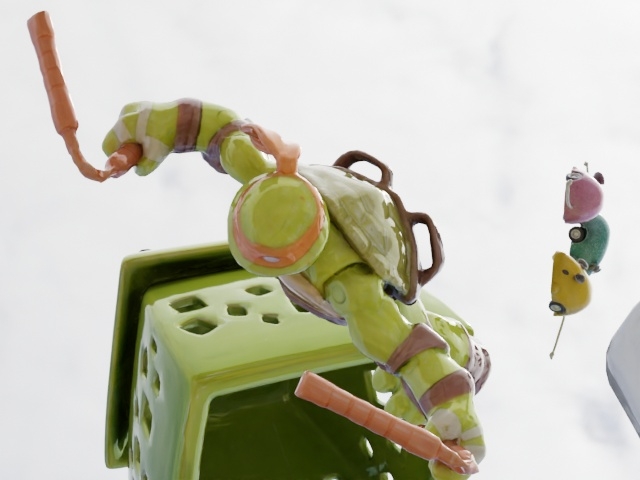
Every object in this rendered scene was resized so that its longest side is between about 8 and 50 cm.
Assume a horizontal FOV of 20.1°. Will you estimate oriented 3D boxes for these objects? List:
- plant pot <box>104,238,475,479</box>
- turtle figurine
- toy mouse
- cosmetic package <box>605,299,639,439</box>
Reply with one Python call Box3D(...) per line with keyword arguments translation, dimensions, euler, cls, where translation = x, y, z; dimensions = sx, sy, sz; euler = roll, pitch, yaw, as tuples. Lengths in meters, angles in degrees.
Box3D(translation=(-0.042, 0.119, 1.342), dimensions=(0.227, 0.207, 0.228), euler=(-8, -55, -25), cls="plant pot")
Box3D(translation=(0.000, 0.000, 0.774), dimensions=(0.269, 0.217, 0.087), euler=(43, -88, 22), cls="turtle figurine")
Box3D(translation=(0.206, -0.010, 1.402), dimensions=(0.031, 0.161, 0.143), euler=(8, -133, 16), cls="toy mouse")
Box3D(translation=(0.350, 0.097, 0.435), dimensions=(0.393, 0.327, 0.329), euler=(34, -72, -29), cls="cosmetic package")
